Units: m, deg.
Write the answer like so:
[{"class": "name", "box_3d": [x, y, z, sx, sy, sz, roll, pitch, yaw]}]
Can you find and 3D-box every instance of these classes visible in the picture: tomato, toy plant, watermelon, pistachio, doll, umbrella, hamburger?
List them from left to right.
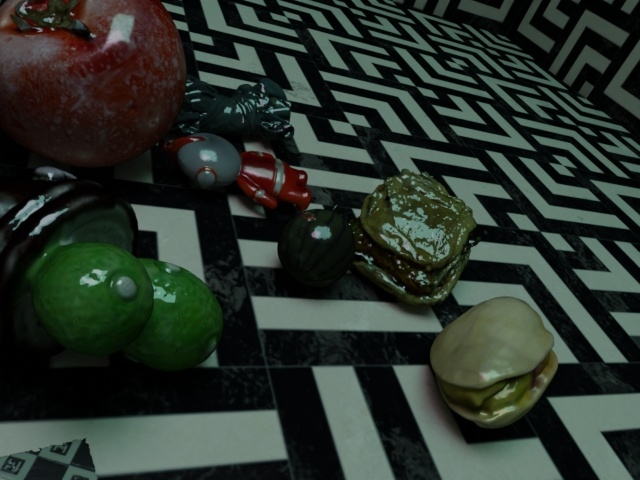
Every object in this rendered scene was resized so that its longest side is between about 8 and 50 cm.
[{"class": "tomato", "box_3d": [-0.315, -0.222, 0.744, 0.270, 0.227, 0.270, -5, 54, 7]}, {"class": "toy plant", "box_3d": [-0.214, 0.042, 0.507, 0.235, 0.175, 0.218, 27, -8, 12]}, {"class": "umbrella", "box_3d": [-0.209, -0.237, 0.949, 0.348, 0.094, 0.143, 1, 37, -26]}, {"class": "doll", "box_3d": [-0.130, -0.110, 0.844, 0.245, 0.076, 0.142, 13, 35, -21]}, {"class": "watermelon", "box_3d": [0.000, 0.000, 0.738, 0.105, 0.105, 0.133, 26, 55, 3]}, {"class": "hamburger", "box_3d": [0.137, 0.003, 0.827, 0.183, 0.130, 0.206, 33, 54, 15]}, {"class": "pistachio", "box_3d": [0.211, 0.150, 0.671, 0.145, 0.117, 0.200, 0, 27, 38]}]

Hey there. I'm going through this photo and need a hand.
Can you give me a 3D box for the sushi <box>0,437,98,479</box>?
[{"class": "sushi", "box_3d": [-0.225, 0.217, 0.400, 0.126, 0.026, 0.120, -1, 39, -37]}]
